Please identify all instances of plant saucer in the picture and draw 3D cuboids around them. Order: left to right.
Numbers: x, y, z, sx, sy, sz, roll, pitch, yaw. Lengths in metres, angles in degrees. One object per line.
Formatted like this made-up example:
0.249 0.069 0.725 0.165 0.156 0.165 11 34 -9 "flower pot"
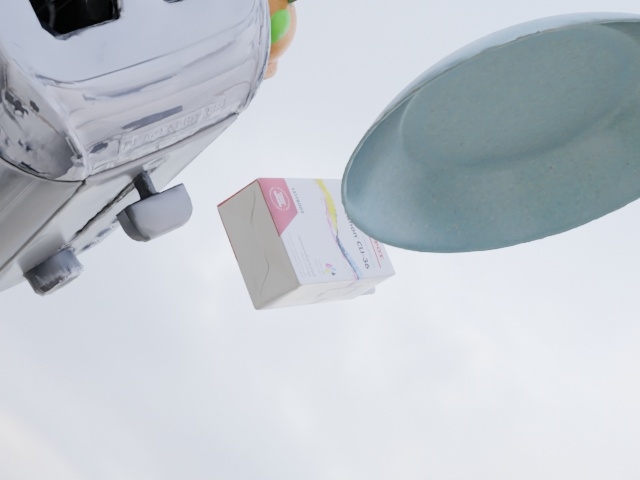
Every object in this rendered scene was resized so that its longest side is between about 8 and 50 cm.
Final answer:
0.101 -0.057 0.575 0.195 0.195 0.037 84 -6 -62 "plant saucer"

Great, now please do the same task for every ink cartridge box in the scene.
0.000 0.000 1.201 0.067 0.198 0.115 -31 -106 34 "ink cartridge box"

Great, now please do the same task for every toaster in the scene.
-0.117 -0.095 0.385 0.146 0.129 0.227 -24 -87 48 "toaster"

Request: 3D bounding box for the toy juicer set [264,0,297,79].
-0.063 -0.202 0.821 0.329 0.089 0.209 -142 -124 -62 "toy juicer set"
